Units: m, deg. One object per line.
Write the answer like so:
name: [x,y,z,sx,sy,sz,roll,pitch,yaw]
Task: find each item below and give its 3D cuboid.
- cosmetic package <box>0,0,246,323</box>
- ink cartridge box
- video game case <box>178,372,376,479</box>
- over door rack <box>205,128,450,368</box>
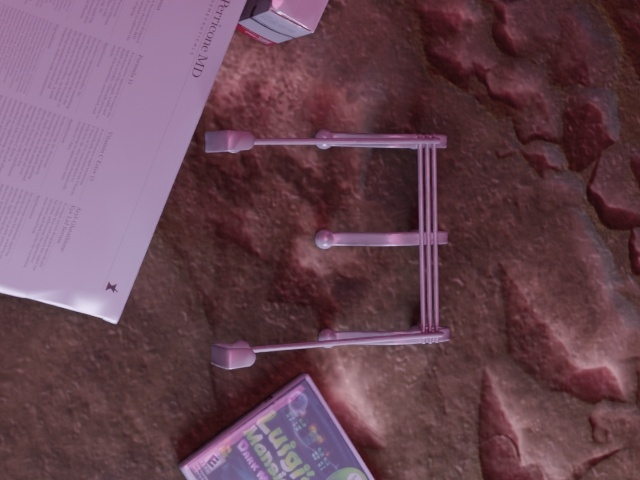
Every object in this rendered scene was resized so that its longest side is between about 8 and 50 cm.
cosmetic package: [-0.264,-0.135,1.603,0.284,0.097,0.377,19,98,-31]
ink cartridge box: [-0.034,-0.263,1.741,0.056,0.135,0.099,27,81,-19]
video game case: [-0.034,0.269,1.805,0.173,0.022,0.190,-35,102,-17]
over door rack: [0.000,0.000,1.756,0.324,0.108,0.240,-3,92,-41]
